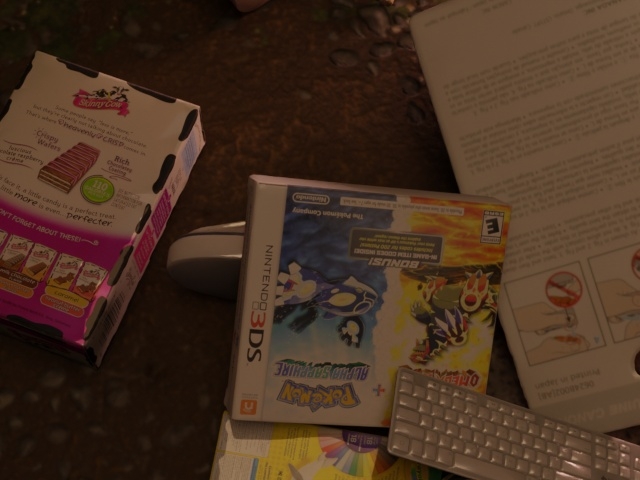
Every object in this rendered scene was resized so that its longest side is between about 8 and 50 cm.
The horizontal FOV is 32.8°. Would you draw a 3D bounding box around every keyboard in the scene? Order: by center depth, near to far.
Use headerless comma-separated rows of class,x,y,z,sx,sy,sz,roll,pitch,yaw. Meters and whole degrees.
keyboard,0.171,0.167,0.839,0.256,0.014,0.072,19,50,-12

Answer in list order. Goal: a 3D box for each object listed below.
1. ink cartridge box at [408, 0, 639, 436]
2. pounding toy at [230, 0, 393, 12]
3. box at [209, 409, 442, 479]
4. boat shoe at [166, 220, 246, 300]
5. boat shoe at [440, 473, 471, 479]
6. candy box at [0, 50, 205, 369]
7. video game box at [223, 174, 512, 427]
ink cartridge box,0.274,-0.057,0.895,0.308,0.091,0.385,-18,85,19
pounding toy,0.011,-0.302,0.999,0.269,0.154,0.155,-34,72,-14
box,0.003,0.200,0.853,0.179,0.043,0.105,9,67,4
boat shoe,0.000,0.000,0.917,0.258,0.095,0.084,2,63,-12
boat shoe,0.185,0.245,0.812,0.223,0.073,0.080,37,66,4
candy box,-0.216,-0.029,0.924,0.159,0.071,0.233,20,69,7
video game box,0.036,0.051,0.848,0.205,0.048,0.187,4,101,-11
